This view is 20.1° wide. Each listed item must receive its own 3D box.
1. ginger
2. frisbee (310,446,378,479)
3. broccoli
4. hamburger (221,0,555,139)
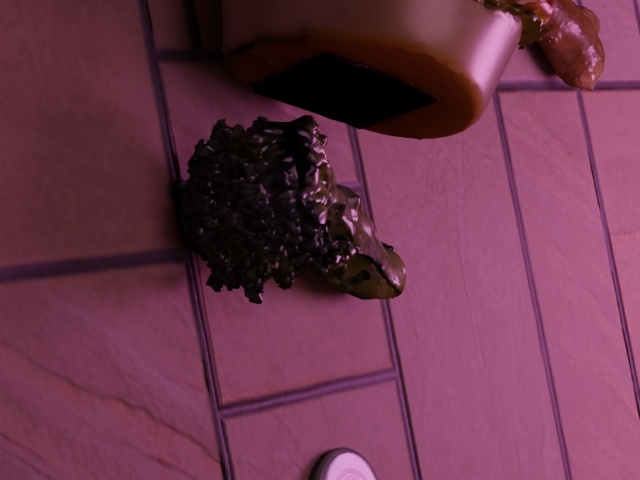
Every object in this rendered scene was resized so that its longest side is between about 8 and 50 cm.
[{"bbox_3d":[0.242,-0.277,2.075,0.299,0.065,0.118,35,40,-43],"label":"ginger"},{"bbox_3d":[0.026,0.247,1.684,0.110,0.014,0.110,20,64,-48],"label":"frisbee"},{"bbox_3d":[-0.006,-0.003,1.644,0.304,0.145,0.165,28,48,-57],"label":"broccoli"},{"bbox_3d":[0.048,-0.210,1.636,0.294,0.276,0.179,17,74,-21],"label":"hamburger"}]
